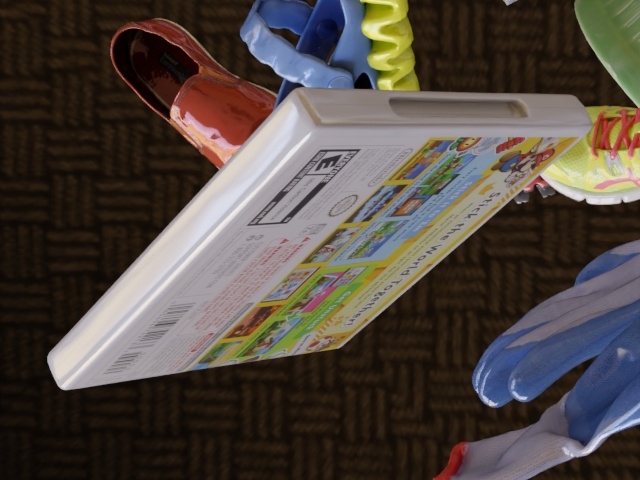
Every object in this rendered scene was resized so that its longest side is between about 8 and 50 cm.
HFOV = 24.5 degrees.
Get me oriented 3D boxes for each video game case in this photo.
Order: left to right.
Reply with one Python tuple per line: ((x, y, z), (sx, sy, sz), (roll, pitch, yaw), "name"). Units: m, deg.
((0.000, 0.000, 0.747), (0.227, 0.206, 0.026), (-44, 63, 37), "video game case")

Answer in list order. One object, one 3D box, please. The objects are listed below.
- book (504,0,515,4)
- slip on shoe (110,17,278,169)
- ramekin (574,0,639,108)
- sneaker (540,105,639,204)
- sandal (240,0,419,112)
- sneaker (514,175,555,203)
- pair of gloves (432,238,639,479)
((0.250, -0.343, 1.717), (0.096, 0.144, 0.035), (-26, 61, -3), "book")
((-0.130, -0.156, 1.761), (0.331, 0.101, 0.123), (42, 111, 23), "slip on shoe")
((0.405, -0.183, 1.420), (0.303, 0.303, 0.148), (45, 116, 3), "ramekin")
((0.256, -0.076, 1.126), (0.208, 0.094, 0.081), (7, 67, 20), "sneaker")
((0.020, -0.115, 1.270), (0.138, 0.126, 0.317), (-16, 124, -1), "sandal")
((0.215, -0.108, 1.788), (0.276, 0.097, 0.135), (-13, 93, 13), "sneaker")
((0.111, 0.024, 0.510), (0.159, 0.198, 0.023), (-35, 95, 17), "pair of gloves")
